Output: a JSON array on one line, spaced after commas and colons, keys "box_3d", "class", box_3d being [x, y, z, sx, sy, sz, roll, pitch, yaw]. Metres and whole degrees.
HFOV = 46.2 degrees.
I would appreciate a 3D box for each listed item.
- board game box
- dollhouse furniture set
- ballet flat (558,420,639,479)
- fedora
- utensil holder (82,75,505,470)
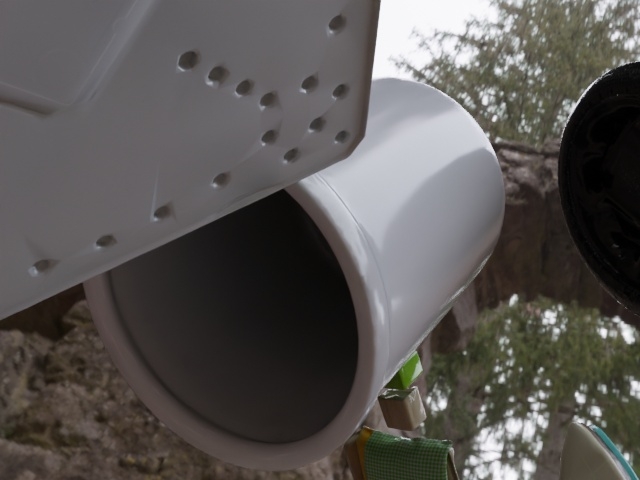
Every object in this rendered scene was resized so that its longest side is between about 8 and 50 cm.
[{"box_3d": [-0.134, -0.123, 0.325, 0.050, 0.390, 0.390, 48, -27, 30], "class": "board game box"}, {"box_3d": [0.071, 0.318, 1.070, 0.197, 0.151, 0.301, -5, -73, 50], "class": "dollhouse furniture set"}, {"box_3d": [0.177, 0.201, 0.408, 0.086, 0.248, 0.086, -7, -60, -12], "class": "ballet flat"}, {"box_3d": [0.447, -0.062, 0.923, 0.152, 0.334, 0.334, -8, -46, -21], "class": "fedora"}, {"box_3d": [0.000, 0.000, 0.814, 0.328, 0.385, 0.327, 13, -64, 28], "class": "utensil holder"}]
